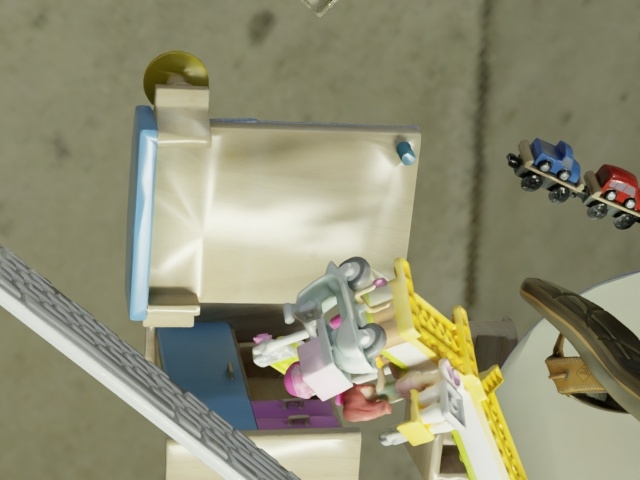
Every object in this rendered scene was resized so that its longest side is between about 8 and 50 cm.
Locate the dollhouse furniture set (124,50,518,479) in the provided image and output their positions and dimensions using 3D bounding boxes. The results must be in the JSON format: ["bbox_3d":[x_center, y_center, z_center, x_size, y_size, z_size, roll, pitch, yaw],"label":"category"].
[{"bbox_3d":[0.000,0.000,1.366,0.286,0.198,0.303,-1,116,-10],"label":"dollhouse furniture set"}]

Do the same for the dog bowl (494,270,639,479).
[{"bbox_3d":[0.234,0.153,1.229,0.265,0.265,0.104,-52,156,-1],"label":"dog bowl"}]

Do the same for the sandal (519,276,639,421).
[{"bbox_3d":[0.163,0.081,1.096,0.072,0.180,0.049,21,113,-45],"label":"sandal"}]

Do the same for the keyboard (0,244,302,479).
[{"bbox_3d":[-0.041,0.060,0.622,0.256,0.072,0.014,40,87,-16],"label":"keyboard"}]

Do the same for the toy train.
[{"bbox_3d":[0.191,-0.030,1.247,0.158,0.027,0.036,21,125,-23],"label":"toy train"}]

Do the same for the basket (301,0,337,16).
[{"bbox_3d":[0.013,-0.269,1.512,0.167,0.103,0.113,-47,176,3],"label":"basket"}]

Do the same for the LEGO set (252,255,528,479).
[{"bbox_3d":[0.048,0.118,1.121,0.107,0.132,0.287,-20,128,20],"label":"LEGO set"}]
